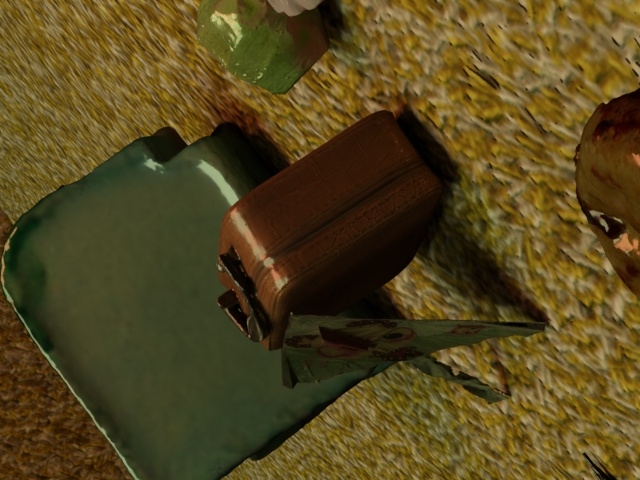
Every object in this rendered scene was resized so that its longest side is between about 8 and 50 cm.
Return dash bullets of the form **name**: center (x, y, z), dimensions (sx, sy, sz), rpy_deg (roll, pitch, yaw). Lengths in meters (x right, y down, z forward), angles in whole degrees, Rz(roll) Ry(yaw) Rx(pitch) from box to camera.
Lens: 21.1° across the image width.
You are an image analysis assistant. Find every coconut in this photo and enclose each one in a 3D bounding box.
- **coconut**: center (-0.036, -0.138, 1.081), dimensions (0.082, 0.081, 0.083), rpy_deg (-1, -133, -55)

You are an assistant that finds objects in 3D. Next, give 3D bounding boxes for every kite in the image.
- **kite**: center (0.064, 0.082, 1.174), dimensions (0.229, 0.012, 0.250), rpy_deg (-14, 157, 36)

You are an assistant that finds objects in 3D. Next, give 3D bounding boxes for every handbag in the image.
- **handbag**: center (0.000, 0.000, 1.135), dimensions (0.072, 0.151, 0.193), rpy_deg (56, 165, 10)

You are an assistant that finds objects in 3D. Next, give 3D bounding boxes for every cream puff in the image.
- **cream puff**: center (0.173, -0.012, 0.721), dimensions (0.149, 0.084, 0.149), rpy_deg (52, 167, 18)

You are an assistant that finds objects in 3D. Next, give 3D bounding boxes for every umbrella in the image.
- **umbrella**: center (0.219, 0.197, 1.186), dimensions (0.122, 0.013, 0.022), rpy_deg (50, 153, 14)

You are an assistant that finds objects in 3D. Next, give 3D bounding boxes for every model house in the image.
- **model house**: center (-0.093, 0.047, 1.477), dimensions (0.280, 0.230, 0.249), rpy_deg (55, -170, 1)

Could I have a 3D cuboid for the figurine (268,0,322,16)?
- **figurine**: center (-0.011, -0.206, 0.775), dimensions (0.174, 0.116, 0.240), rpy_deg (57, 171, -4)
